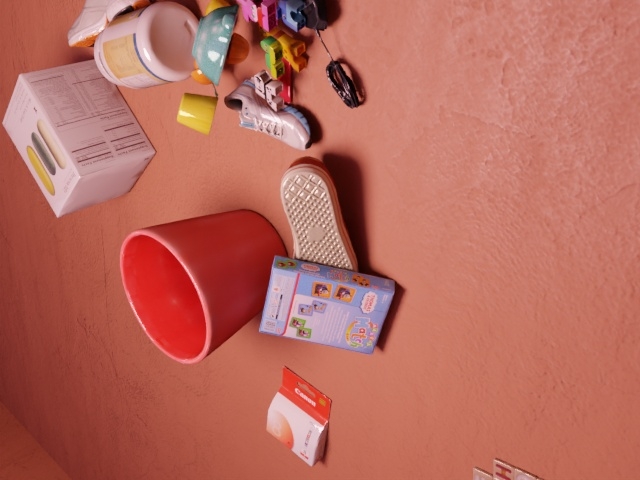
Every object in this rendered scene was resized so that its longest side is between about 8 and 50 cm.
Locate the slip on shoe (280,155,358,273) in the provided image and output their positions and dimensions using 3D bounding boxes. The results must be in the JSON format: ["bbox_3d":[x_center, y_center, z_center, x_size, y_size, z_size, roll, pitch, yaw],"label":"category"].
[{"bbox_3d":[0.000,0.000,1.276,0.123,0.101,0.331,-7,123,8],"label":"slip on shoe"}]

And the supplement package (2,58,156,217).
[{"bbox_3d":[-0.549,-0.233,1.638,0.263,0.198,0.199,58,139,6],"label":"supplement package"}]

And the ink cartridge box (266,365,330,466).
[{"bbox_3d":[-0.049,0.381,1.561,0.145,0.045,0.179,30,132,32],"label":"ink cartridge box"}]

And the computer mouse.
[{"bbox_3d":[0.013,-0.322,1.134,0.242,0.041,0.071,66,161,-14],"label":"computer mouse"}]

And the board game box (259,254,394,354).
[{"bbox_3d":[0.009,0.117,1.274,0.211,0.039,0.160,13,128,-2],"label":"board game box"}]

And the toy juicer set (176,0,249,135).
[{"bbox_3d":[-0.157,-0.351,1.206,0.089,0.209,0.329,15,140,-10],"label":"toy juicer set"}]

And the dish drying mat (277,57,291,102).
[{"bbox_3d":[-0.062,-0.281,1.252,0.032,0.008,0.083,25,126,37],"label":"dish drying mat"}]

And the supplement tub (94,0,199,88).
[{"bbox_3d":[-0.329,-0.367,1.380,0.199,0.144,0.144,4,113,45],"label":"supplement tub"}]

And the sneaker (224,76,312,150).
[{"bbox_3d":[-0.095,-0.208,1.262,0.190,0.083,0.071,39,146,26],"label":"sneaker"}]

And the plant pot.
[{"bbox_3d":[-0.213,0.066,1.412,0.275,0.243,0.275,24,127,37],"label":"plant pot"}]

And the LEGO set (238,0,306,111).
[{"bbox_3d":[-0.080,-0.329,1.163,0.093,0.087,0.227,40,157,21],"label":"LEGO set"}]

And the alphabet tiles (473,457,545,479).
[{"bbox_3d":[0.347,0.489,1.231,0.198,0.009,0.237,16,122,41],"label":"alphabet tiles"}]

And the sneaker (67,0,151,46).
[{"bbox_3d":[-0.445,-0.485,1.491,0.262,0.099,0.121,-15,91,41],"label":"sneaker"}]
